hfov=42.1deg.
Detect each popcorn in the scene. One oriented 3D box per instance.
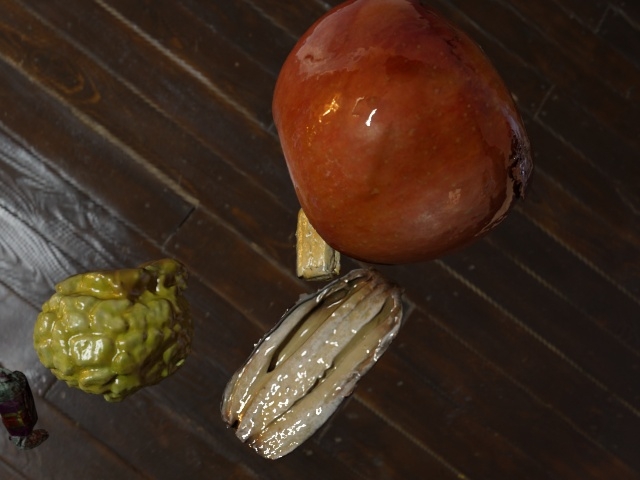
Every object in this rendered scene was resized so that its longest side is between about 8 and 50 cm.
[{"bbox_3d":[-0.310,0.127,1.306,0.236,0.206,0.252,24,67,2],"label":"popcorn"}]

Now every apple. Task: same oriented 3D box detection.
[{"bbox_3d":[0.066,-0.096,0.767,0.206,0.272,0.252,-33,110,7],"label":"apple"}]

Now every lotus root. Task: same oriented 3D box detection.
[{"bbox_3d":[-0.003,0.177,1.253,0.329,0.078,0.167,-44,72,-4],"label":"lotus root"}]

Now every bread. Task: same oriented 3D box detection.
[{"bbox_3d":[0.000,0.000,1.087,0.053,0.072,0.106,18,68,-40],"label":"bread"}]

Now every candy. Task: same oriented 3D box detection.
[{"bbox_3d":[-0.357,0.194,0.980,0.045,0.175,0.043,-14,51,-16],"label":"candy"}]
